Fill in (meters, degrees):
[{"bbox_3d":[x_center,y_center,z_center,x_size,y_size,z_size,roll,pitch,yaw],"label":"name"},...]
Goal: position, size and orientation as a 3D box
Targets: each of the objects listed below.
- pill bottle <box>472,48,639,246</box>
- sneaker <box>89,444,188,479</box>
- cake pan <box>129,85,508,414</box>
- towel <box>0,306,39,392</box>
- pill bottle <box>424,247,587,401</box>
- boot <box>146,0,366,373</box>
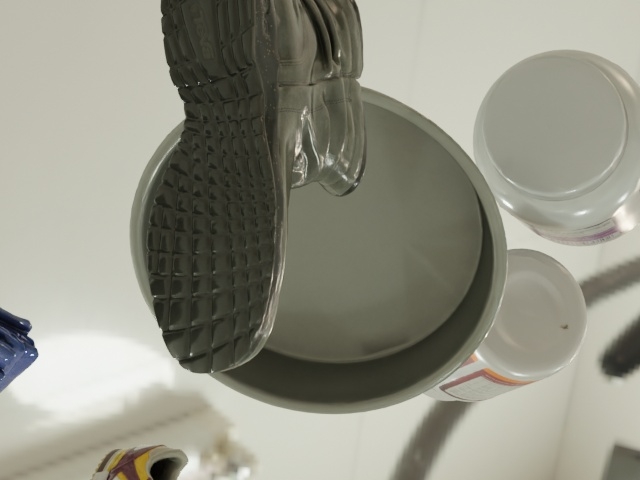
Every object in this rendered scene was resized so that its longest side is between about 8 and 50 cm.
[{"bbox_3d":[0.234,-0.088,1.722,0.169,0.169,0.301,15,178,14],"label":"pill bottle"},{"bbox_3d":[-0.186,0.264,1.725,0.084,0.069,0.185,-11,-141,28],"label":"sneaker"},{"bbox_3d":[0.000,0.000,1.418,0.293,0.293,0.054,10,-150,4],"label":"cake pan"},{"bbox_3d":[-0.332,0.000,1.026,0.336,0.243,0.040,39,-125,-11],"label":"towel"},{"bbox_3d":[0.154,0.087,1.718,0.121,0.121,0.221,-2,168,-17],"label":"pill bottle"},{"bbox_3d":[-0.019,-0.043,1.058,0.083,0.246,0.161,-3,172,31],"label":"boot"}]
